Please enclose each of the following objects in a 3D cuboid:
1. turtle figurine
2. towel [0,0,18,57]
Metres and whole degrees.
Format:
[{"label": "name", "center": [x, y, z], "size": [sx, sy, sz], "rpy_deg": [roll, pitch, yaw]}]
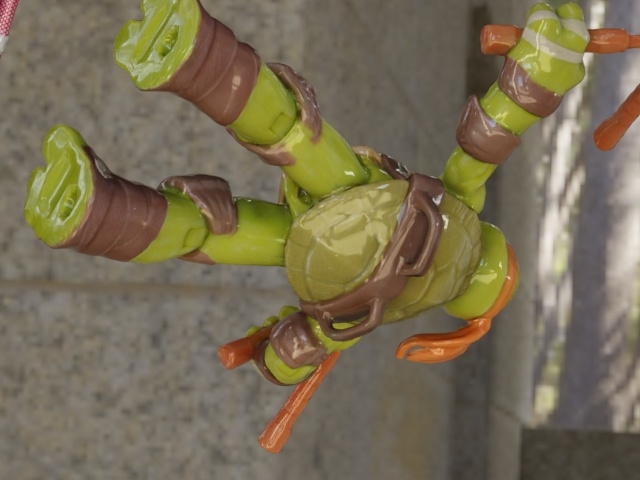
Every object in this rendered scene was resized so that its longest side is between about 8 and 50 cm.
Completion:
[{"label": "turtle figurine", "center": [0.000, 0.000, 0.646], "size": [0.217, 0.087, 0.269], "rpy_deg": [21, -51, -34]}, {"label": "towel", "center": [-0.190, -0.092, 0.694], "size": [0.144, 0.197, 0.029], "rpy_deg": [21, 3, 34]}]
